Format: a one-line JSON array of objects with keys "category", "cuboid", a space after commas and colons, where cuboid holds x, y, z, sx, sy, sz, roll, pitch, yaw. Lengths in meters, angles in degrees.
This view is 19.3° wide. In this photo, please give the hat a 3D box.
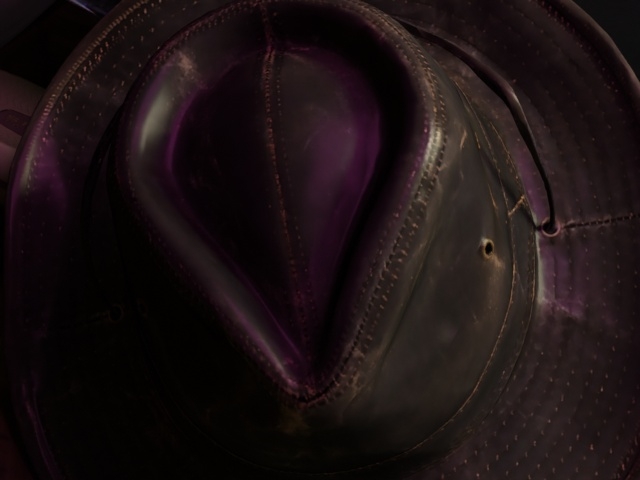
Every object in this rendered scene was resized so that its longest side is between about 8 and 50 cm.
[{"category": "hat", "cuboid": [0.000, 0.000, 0.762, 0.331, 0.331, 0.134, 53, -3, 17]}]

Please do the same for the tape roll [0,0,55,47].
[{"category": "tape roll", "cuboid": [-0.173, -0.222, 0.907, 0.169, 0.246, 0.246, 41, 37, 1]}]

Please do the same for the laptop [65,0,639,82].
[{"category": "laptop", "cuboid": [0.107, -0.091, 1.048, 0.382, 0.236, 0.408, 31, -6, 14]}]

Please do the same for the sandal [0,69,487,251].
[{"category": "sandal", "cuboid": [-0.042, -0.029, 0.897, 0.302, 0.086, 0.120, 21, 19, -3]}]
